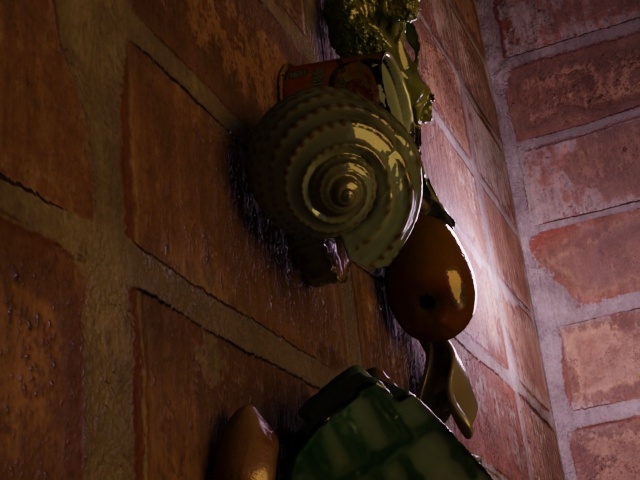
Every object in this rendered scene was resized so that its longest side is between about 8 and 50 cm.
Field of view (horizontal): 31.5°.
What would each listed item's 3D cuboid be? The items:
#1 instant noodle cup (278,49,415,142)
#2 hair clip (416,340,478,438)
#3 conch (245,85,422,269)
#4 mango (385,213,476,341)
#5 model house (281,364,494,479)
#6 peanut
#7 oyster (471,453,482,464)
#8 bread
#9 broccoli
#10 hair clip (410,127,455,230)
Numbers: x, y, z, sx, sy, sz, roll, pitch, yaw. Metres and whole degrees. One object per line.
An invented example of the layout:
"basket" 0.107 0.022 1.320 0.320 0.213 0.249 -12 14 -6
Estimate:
"instant noodle cup" 0.054 -0.222 1.977 0.230 0.182 0.230 -15 90 -72
"hair clip" 0.250 0.288 2.264 0.282 0.113 0.173 -77 147 -55
"conch" 0.037 -0.120 1.725 0.303 0.215 0.319 30 32 -22
"mango" 0.218 0.065 2.259 0.317 0.172 0.211 -87 156 -57
"model house" 0.072 0.326 1.629 0.295 0.251 0.329 48 0 -9
"peanut" -0.090 0.264 1.373 0.152 0.076 0.076 -81 150 -45
"oyster" 0.346 0.545 2.389 0.252 0.087 0.199 39 30 -72
"bread" 0.000 0.000 1.828 0.140 0.069 0.128 -73 143 -53
"broccoli" 0.132 -0.410 2.261 0.254 0.186 0.302 11 43 -49
"hair clip" 0.185 -0.135 2.434 0.091 0.138 0.321 -39 122 -22
